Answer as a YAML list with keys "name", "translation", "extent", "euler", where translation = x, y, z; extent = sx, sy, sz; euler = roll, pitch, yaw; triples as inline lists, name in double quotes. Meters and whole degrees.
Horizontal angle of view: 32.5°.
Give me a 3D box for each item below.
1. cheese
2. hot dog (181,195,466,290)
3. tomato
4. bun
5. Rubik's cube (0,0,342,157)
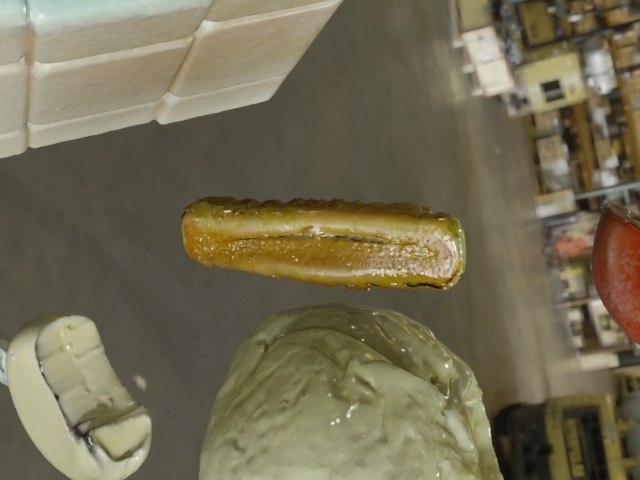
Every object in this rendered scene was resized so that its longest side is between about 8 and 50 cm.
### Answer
- name: "cheese"
  translation: [-0.246, 0.152, 1.028]
  extent: [0.071, 0.249, 0.163]
  euler: [-24, 91, -35]
- name: "hot dog"
  translation: [0.000, -0.001, 1.038]
  extent: [0.068, 0.289, 0.083]
  euler: [-24, 117, -61]
- name: "tomato"
  translation: [0.486, 0.086, 1.450]
  extent: [0.144, 0.338, 0.338]
  euler: [-63, 169, 14]
- name: "bun"
  translation: [0.049, 0.220, 1.046]
  extent: [0.352, 0.227, 0.349]
  euler: [25, 50, -58]
- name: "Rubik's cube"
  translation: [-0.183, -0.250, 0.740]
  extent: [0.319, 0.316, 0.322]
  euler: [148, -75, -72]
